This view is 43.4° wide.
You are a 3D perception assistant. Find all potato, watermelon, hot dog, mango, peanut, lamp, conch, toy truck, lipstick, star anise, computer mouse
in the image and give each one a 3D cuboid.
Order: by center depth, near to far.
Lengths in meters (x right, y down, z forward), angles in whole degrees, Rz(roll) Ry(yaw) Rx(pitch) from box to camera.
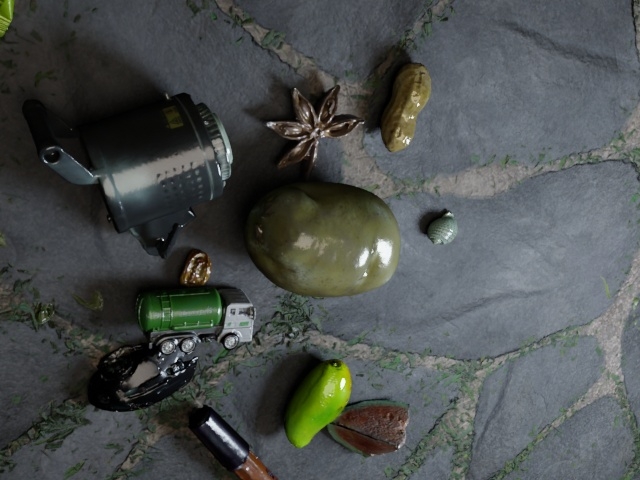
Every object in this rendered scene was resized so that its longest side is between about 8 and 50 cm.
[{"bbox_3d":[-0.301,-0.152,1.444,0.272,0.205,0.374,-35,138,-2],"label":"lamp"},{"bbox_3d":[-0.025,-0.230,1.627,0.172,0.063,0.208,36,97,-28],"label":"star anise"},{"bbox_3d":[0.000,0.000,1.633,0.326,0.221,0.243,2,149,-24],"label":"potato"},{"bbox_3d":[-0.257,0.062,1.656,0.058,0.035,0.083,17,104,-26],"label":"hot dog"},{"bbox_3d":[-0.259,0.156,1.656,0.242,0.101,0.125,-1,113,-26],"label":"toy truck"},{"bbox_3d":[-0.369,0.290,1.680,0.241,0.077,0.146,-25,121,-13],"label":"computer mouse"},{"bbox_3d":[0.178,-0.277,1.681,0.089,0.089,0.193,9,107,-27],"label":"peanut"},{"bbox_3d":[0.290,-0.023,1.861,0.085,0.056,0.076,-45,135,-1],"label":"conch"},{"bbox_3d":[-0.005,0.377,1.863,0.125,0.111,0.233,20,103,-25],"label":"mango"},{"bbox_3d":[-0.169,0.529,1.872,0.077,0.077,0.418,-38,123,-5],"label":"lipstick"},{"bbox_3d":[0.121,0.437,1.930,0.207,0.202,0.136,23,61,-33],"label":"watermelon"}]

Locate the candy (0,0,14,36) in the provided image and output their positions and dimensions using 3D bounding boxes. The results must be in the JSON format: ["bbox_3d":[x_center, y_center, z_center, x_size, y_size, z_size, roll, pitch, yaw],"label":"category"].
[{"bbox_3d":[-0.525,-0.460,1.295,0.149,0.069,0.246,26,98,-28],"label":"candy"}]
